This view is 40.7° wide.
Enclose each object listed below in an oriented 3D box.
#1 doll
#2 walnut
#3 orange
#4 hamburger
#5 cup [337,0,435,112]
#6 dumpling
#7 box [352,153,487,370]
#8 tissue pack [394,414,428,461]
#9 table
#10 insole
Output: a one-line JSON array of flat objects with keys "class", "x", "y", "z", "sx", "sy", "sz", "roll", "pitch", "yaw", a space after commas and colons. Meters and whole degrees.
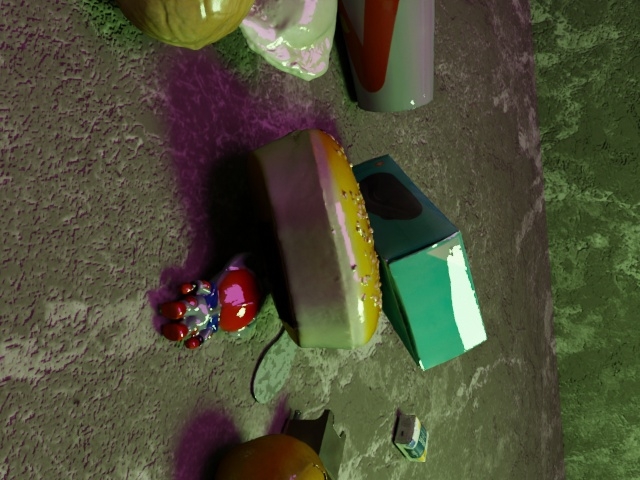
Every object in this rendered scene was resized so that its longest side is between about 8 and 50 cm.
[{"class": "doll", "x": -0.119, "y": 0.076, "z": 1.062, "sx": 0.195, "sy": 0.062, "sz": 0.104, "roll": -20, "pitch": 94, "yaw": -54}, {"class": "walnut", "x": -0.148, "y": -0.319, "z": 0.918, "sx": 0.193, "sy": 0.193, "sz": 0.225, "roll": -39, "pitch": 132, "yaw": -58}, {"class": "orange", "x": -0.064, "y": 0.314, "z": 1.075, "sx": 0.157, "sy": 0.134, "sz": 0.156, "roll": -27, "pitch": 128, "yaw": -42}, {"class": "hamburger", "x": 0.000, "y": 0.000, "z": 1.125, "sx": 0.227, "sy": 0.152, "sz": 0.295, "roll": -128, "pitch": -152, "yaw": -69}, {"class": "cup", "x": 0.111, "y": -0.371, "z": 1.439, "sx": 0.203, "sy": 0.203, "sz": 0.288, "roll": -49, "pitch": 136, "yaw": -54}, {"class": "dumpling", "x": -0.067, "y": -0.339, "z": 1.145, "sx": 0.179, "sy": 0.131, "sz": 0.252, "roll": 3, "pitch": 73, "yaw": -41}, {"class": "box", "x": 0.126, "y": 0.022, "z": 1.315, "sx": 0.311, "sy": 0.118, "sz": 0.205, "roll": -120, "pitch": -173, "yaw": -60}, {"class": "tissue pack", "x": 0.172, "y": 0.371, "z": 1.619, "sx": 0.083, "sy": 0.042, "sz": 0.062, "roll": 57, "pitch": 37, "yaw": -45}, {"class": "table", "x": -0.012, "y": 0.297, "z": 1.237, "sx": 0.082, "sy": 0.070, "sz": 0.083, "roll": -72, "pitch": 146, "yaw": -41}, {"class": "insole", "x": -0.054, "y": 0.160, "z": 1.236, "sx": 0.193, "sy": 0.006, "sz": 0.065, "roll": -59, "pitch": 137, "yaw": -48}]
